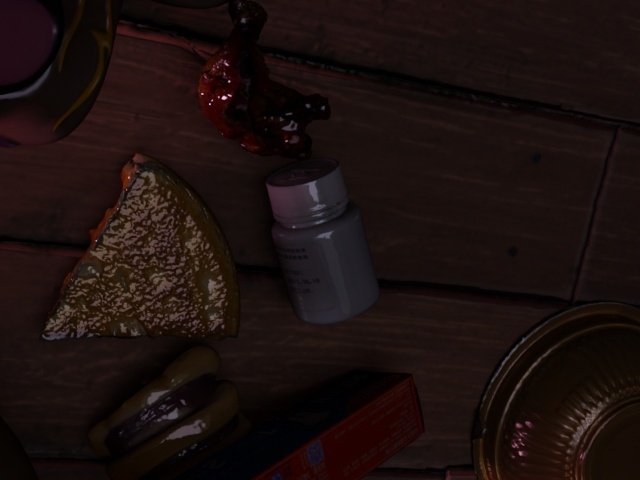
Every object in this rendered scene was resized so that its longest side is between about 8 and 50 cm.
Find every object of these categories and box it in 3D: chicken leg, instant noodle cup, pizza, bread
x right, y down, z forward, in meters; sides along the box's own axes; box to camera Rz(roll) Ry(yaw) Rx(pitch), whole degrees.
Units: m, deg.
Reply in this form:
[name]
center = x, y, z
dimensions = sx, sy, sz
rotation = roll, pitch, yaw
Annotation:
[chicken leg]
center = -0.050, -0.117, 0.813
dimensions = 0.089, 0.048, 0.219
rotation = -21, 153, 10
[instant noodle cup]
center = 0.294, 0.205, 1.075
dimensions = 0.274, 0.091, 0.274
rotation = -7, 108, -21
[pizza]
center = -0.152, 0.040, 0.876
dimensions = 0.176, 0.036, 0.184
rotation = -40, 117, -6
[bread]
center = -0.108, 0.210, 0.916
dimensions = 0.134, 0.081, 0.225
rotation = -28, 113, -12

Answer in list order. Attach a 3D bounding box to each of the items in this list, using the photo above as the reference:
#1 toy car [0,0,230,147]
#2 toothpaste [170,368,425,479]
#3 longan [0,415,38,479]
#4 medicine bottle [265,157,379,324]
[toy car]
center = -0.176, -0.211, 0.695
dimensions = 0.240, 0.271, 0.340
rotation = 21, 106, -54
[toothpaste]
center = -0.037, 0.195, 0.864
dimensions = 0.320, 0.076, 0.066
rotation = -23, 105, -44
[longan]
center = -0.343, 0.214, 0.706
dimensions = 0.319, 0.319, 0.318
rotation = -6, 107, -21
[medicine bottle]
center = 0.000, 0.000, 0.901
dimensions = 0.080, 0.080, 0.130
rotation = -21, 111, -16
